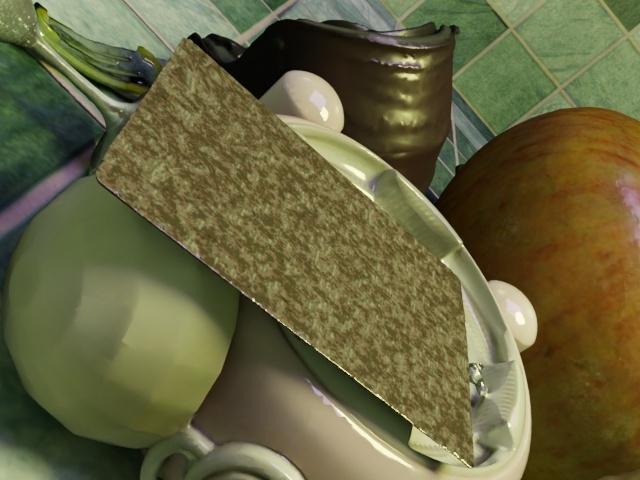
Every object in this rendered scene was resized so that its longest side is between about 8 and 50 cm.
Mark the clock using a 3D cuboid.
[{"bbox_3d":[-0.002,0.067,0.514,0.342,0.184,0.326,41,25,-7],"label":"clock"}]

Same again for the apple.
[{"bbox_3d":[0.274,0.077,0.832,0.400,0.333,0.401,22,47,-25],"label":"apple"}]

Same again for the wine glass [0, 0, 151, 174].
[{"bbox_3d":[-0.188,-0.134,0.549,0.183,0.122,0.122,42,22,-31],"label":"wine glass"}]

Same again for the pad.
[{"bbox_3d":[0.000,0.000,0.426,0.235,0.003,0.158,39,31,-19],"label":"pad"}]

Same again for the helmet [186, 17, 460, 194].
[{"bbox_3d":[-0.003,-0.110,0.762,0.224,0.305,0.177,-10,101,-30],"label":"helmet"}]

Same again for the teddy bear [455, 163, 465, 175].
[{"bbox_3d":[0.308,0.078,1.242,0.362,0.376,0.327,12,-14,46],"label":"teddy bear"}]

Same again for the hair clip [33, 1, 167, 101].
[{"bbox_3d":[-0.188,-0.156,0.698,0.060,0.033,0.188,61,20,19],"label":"hair clip"}]

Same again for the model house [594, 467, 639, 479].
[{"bbox_3d":[0.275,0.363,0.445,0.343,0.334,0.382,51,13,-30],"label":"model house"}]
